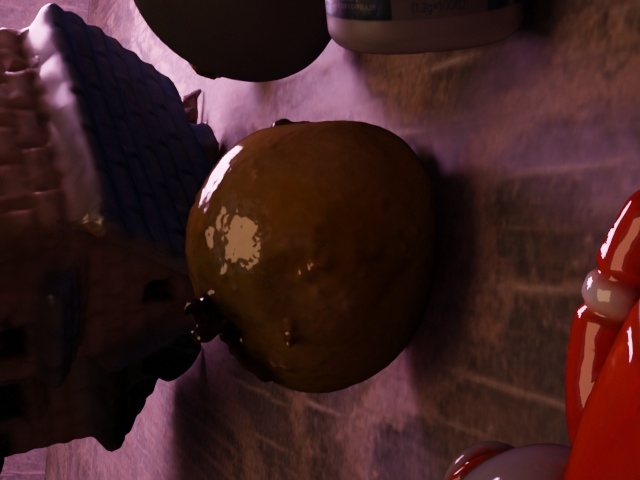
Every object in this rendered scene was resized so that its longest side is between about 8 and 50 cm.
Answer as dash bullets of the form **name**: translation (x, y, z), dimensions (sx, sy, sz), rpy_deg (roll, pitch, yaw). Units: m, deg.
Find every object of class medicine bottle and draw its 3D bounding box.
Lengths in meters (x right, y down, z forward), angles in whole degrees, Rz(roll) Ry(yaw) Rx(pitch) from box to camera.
- **medicine bottle**: translation (0.049, -0.199, 0.574), dimensions (0.107, 0.107, 0.191), rpy_deg (-134, 35, -65)

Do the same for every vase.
- **vase**: translation (-0.009, -0.258, 0.754), dimensions (0.321, 0.173, 0.173), rpy_deg (135, 137, -55)

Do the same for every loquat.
- **loquat**: translation (0.000, 0.000, 0.681), dimensions (0.172, 0.149, 0.204), rpy_deg (85, -151, -48)

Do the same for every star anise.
- **star anise**: translation (-0.168, -0.113, 1.348), dimensions (0.141, 0.042, 0.141), rpy_deg (-175, 90, -73)

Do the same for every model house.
- **model house**: translation (-0.273, 0.040, 1.158), dimensions (0.445, 0.400, 0.395), rpy_deg (102, 149, -42)

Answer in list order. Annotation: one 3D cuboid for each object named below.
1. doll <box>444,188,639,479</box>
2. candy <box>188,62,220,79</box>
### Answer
- **doll**: translation (0.115, 0.110, 0.393), dimensions (0.336, 0.105, 0.199), rpy_deg (-61, 32, 35)
- **candy**: translation (-0.111, -0.269, 1.208), dimensions (0.287, 0.078, 0.084), rpy_deg (-96, 18, -52)
